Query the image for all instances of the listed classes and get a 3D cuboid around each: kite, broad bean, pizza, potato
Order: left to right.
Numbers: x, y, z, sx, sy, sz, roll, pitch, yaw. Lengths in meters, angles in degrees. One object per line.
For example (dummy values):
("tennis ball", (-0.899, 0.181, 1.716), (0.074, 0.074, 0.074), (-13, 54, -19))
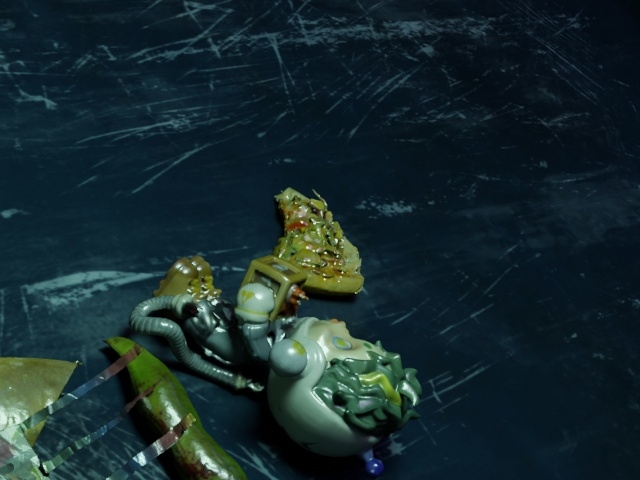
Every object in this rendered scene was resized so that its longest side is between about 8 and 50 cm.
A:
("potato", (-0.377, 0.187, 1.826), (0.138, 0.098, 0.243), (27, 34, -6))
("kite", (-0.309, 0.258, 1.692), (0.360, 0.022, 0.204), (-32, 59, -14))
("broad bean", (-0.172, 0.239, 1.954), (0.077, 0.061, 0.339), (-5, 50, -52))
("pizza", (0.000, 0.000, 2.379), (0.147, 0.069, 0.226), (21, 37, -15))

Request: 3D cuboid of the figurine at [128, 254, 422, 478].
("figurine", (-0.037, 0.146, 2.079), (0.382, 0.186, 0.261), (36, 23, 14))
